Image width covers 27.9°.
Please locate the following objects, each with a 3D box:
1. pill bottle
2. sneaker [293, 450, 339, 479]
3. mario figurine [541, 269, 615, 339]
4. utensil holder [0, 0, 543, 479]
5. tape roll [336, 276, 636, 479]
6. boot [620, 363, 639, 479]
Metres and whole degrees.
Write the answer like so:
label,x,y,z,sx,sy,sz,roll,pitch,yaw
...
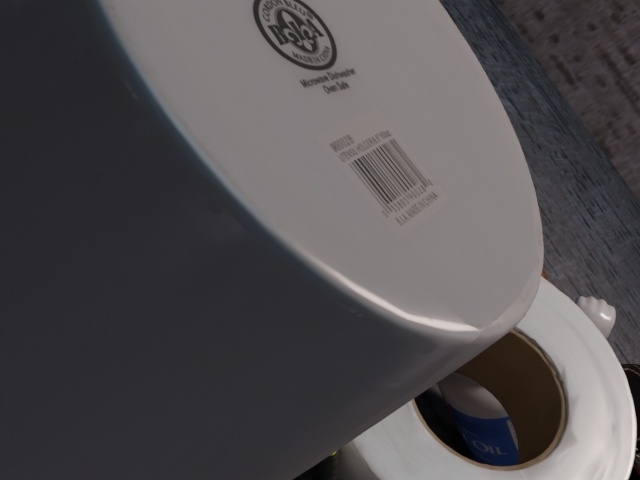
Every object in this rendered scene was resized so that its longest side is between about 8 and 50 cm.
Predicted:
label,x,y,z,sx,sy,sz,roll,pitch,yaw
pill bottle,0.190,0.151,1.362,0.221,0.124,0.124,63,8,-47
sneaker,-0.134,0.056,0.992,0.385,0.145,0.147,53,10,-22
mario figurine,0.250,0.091,1.543,0.320,0.170,0.198,50,8,-52
utensil holder,-0.129,0.007,0.667,0.327,0.385,0.328,35,34,-28
tape roll,0.130,0.152,1.133,0.286,0.100,0.286,9,54,-13
boot,0.403,0.298,1.638,0.284,0.138,0.377,28,41,-47
